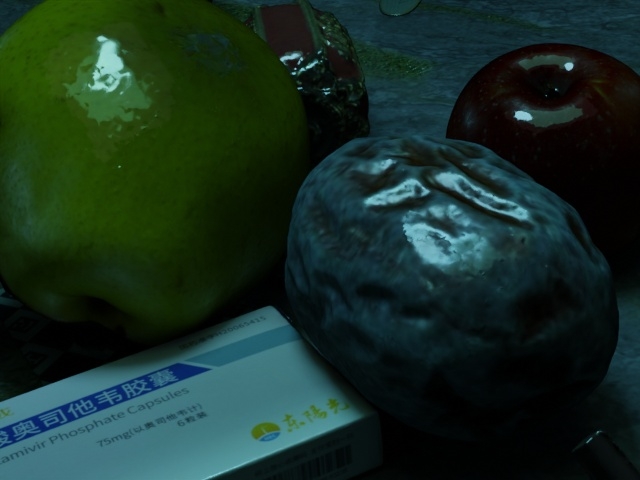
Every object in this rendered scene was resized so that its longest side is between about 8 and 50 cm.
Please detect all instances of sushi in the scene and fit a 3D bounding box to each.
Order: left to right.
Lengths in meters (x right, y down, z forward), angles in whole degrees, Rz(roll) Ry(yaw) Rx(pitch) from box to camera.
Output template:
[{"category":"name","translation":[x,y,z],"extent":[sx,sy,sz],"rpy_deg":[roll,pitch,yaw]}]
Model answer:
[{"category":"sushi","translation":[-0.202,0.049,1.337],"extent":[0.220,0.047,0.231],"rpy_deg":[-19,32,-22]}]

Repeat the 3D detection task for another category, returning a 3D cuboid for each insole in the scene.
[{"category":"insole","translation":[0.125,-0.381,2.068],"extent":[0.064,0.004,0.188],"rpy_deg":[0,31,8]}]

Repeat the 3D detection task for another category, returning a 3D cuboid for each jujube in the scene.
[{"category":"jujube","translation":[0.107,0.032,1.111],"extent":[0.246,0.215,0.308],"rpy_deg":[9,18,-46]}]

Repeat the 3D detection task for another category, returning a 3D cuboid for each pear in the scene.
[{"category":"pear","translation":[-0.153,-0.109,1.241],"extent":[0.340,0.191,0.386],"rpy_deg":[17,44,-22]}]

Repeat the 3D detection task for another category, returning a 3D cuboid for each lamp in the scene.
[{"category":"lamp","translation":[-0.031,-0.183,1.599],"extent":[0.177,0.177,0.274],"rpy_deg":[-7,28,-3]}]

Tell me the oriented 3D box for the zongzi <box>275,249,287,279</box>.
[{"category":"zongzi","translation":[0.000,0.000,1.382],"extent":[0.119,0.055,0.109],"rpy_deg":[-9,30,-15]}]

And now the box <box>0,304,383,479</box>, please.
[{"category":"box","translation":[-0.144,0.171,1.096],"extent":[0.343,0.065,0.200],"rpy_deg":[-19,32,-22]}]

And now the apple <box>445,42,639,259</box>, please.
[{"category":"apple","translation":[0.234,-0.085,1.338],"extent":[0.218,0.201,0.218],"rpy_deg":[-5,33,3]}]

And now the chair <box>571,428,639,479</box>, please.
[{"category":"chair","translation":[0.282,0.260,0.822],"extent":[0.175,0.183,0.326],"rpy_deg":[-35,85,-41]}]

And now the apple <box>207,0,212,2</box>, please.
[{"category":"apple","translation":[-0.276,-0.383,1.932],"extent":[0.264,0.264,0.264],"rpy_deg":[-4,30,3]}]
